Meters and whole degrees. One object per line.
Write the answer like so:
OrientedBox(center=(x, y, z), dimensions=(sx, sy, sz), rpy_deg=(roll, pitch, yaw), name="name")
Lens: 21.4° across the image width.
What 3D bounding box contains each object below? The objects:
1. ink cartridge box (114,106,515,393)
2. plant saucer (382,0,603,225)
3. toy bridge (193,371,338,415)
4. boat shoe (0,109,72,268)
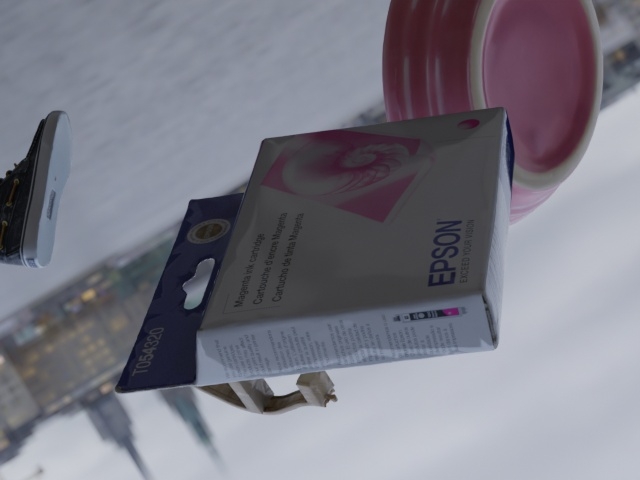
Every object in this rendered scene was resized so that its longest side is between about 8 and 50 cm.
OrientedBox(center=(0.000, 0.000, 1.490), dimensions=(0.330, 0.071, 0.324), rpy_deg=(-7, -149, 13), name="ink cartridge box")
OrientedBox(center=(0.195, -0.176, 1.753), dimensions=(0.084, 0.332, 0.332), rpy_deg=(3, -154, 40), name="plant saucer")
OrientedBox(center=(-0.061, 0.125, 1.476), dimensions=(0.188, 0.063, 0.026), rpy_deg=(6, -128, 37), name="toy bridge")
OrientedBox(center=(-0.327, -0.059, 1.846), dimensions=(0.083, 0.183, 0.065), rpy_deg=(4, 159, 13), name="boat shoe")
